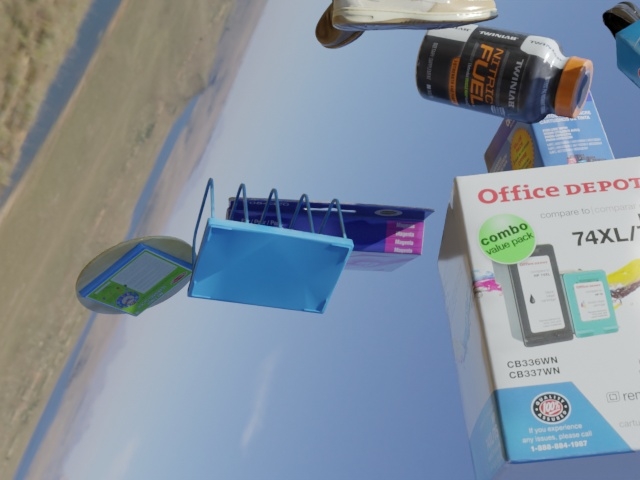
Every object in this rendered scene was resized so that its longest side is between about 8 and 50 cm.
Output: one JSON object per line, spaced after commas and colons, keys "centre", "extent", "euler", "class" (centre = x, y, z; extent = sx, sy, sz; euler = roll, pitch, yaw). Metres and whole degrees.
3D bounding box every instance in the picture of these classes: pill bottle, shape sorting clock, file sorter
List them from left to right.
{"centre": [-0.305, 0.058, 1.333], "extent": [0.206, 0.206, 0.040], "euler": [-57, -135, 37], "class": "shape sorting clock"}
{"centre": [-0.066, 0.003, 0.964], "extent": [0.104, 0.170, 0.118], "euler": [-101, -154, -48], "class": "file sorter"}
{"centre": [0.279, -0.253, 1.209], "extent": [0.130, 0.246, 0.130], "euler": [-40, 139, -46], "class": "pill bottle"}

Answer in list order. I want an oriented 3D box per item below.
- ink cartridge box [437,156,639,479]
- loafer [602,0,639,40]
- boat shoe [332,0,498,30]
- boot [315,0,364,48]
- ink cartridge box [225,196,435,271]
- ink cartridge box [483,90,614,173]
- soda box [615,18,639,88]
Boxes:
{"centre": [0.235, 0.089, 0.769], "extent": [0.197, 0.198, 0.270], "euler": [82, 2, -63], "class": "ink cartridge box"}
{"centre": [0.630, -0.383, 1.584], "extent": [0.220, 0.078, 0.080], "euler": [60, -31, 28], "class": "loafer"}
{"centre": [0.095, -0.238, 0.781], "extent": [0.063, 0.170, 0.059], "euler": [-156, -117, -73], "class": "boat shoe"}
{"centre": [0.058, -0.494, 1.648], "extent": [0.305, 0.115, 0.112], "euler": [-28, -104, 53], "class": "boot"}
{"centre": [0.000, 0.000, 1.364], "extent": [0.330, 0.324, 0.071], "euler": [124, -31, -80], "class": "ink cartridge box"}
{"centre": [0.457, -0.129, 1.598], "extent": [0.270, 0.151, 0.395], "euler": [103, -19, -64], "class": "ink cartridge box"}
{"centre": [0.472, -0.201, 1.025], "extent": [0.067, 0.071, 0.210], "euler": [-32, -125, 2], "class": "soda box"}
